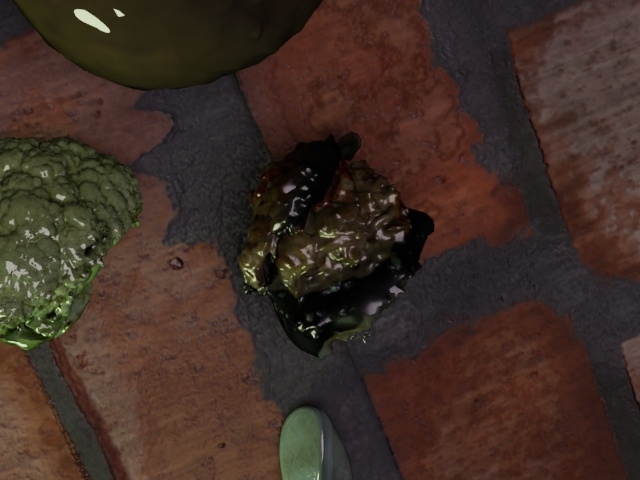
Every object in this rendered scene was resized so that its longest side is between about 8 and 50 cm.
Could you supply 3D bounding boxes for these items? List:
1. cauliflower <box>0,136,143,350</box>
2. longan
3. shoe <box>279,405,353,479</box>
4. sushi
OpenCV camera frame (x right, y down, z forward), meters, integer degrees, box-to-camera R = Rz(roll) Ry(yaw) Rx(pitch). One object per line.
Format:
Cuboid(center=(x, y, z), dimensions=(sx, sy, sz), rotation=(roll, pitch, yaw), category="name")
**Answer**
Cuboid(center=(-0.332, 0.027, 1.526), dimensions=(0.275, 0.272, 0.250), rotation=(-9, 133, 3), category="cauliflower")
Cuboid(center=(-0.156, -0.354, 1.376), dimensions=(0.404, 0.436, 0.404), rotation=(-1, 74, 2), category="longan")
Cuboid(center=(0.001, 0.303, 1.727), dimensions=(0.078, 0.079, 0.195), rotation=(-4, 93, -48), category="shoe")
Cuboid(center=(-0.004, -0.004, 1.590), dimensions=(0.225, 0.238, 0.219), rotation=(-43, 112, 9), category="sushi")
